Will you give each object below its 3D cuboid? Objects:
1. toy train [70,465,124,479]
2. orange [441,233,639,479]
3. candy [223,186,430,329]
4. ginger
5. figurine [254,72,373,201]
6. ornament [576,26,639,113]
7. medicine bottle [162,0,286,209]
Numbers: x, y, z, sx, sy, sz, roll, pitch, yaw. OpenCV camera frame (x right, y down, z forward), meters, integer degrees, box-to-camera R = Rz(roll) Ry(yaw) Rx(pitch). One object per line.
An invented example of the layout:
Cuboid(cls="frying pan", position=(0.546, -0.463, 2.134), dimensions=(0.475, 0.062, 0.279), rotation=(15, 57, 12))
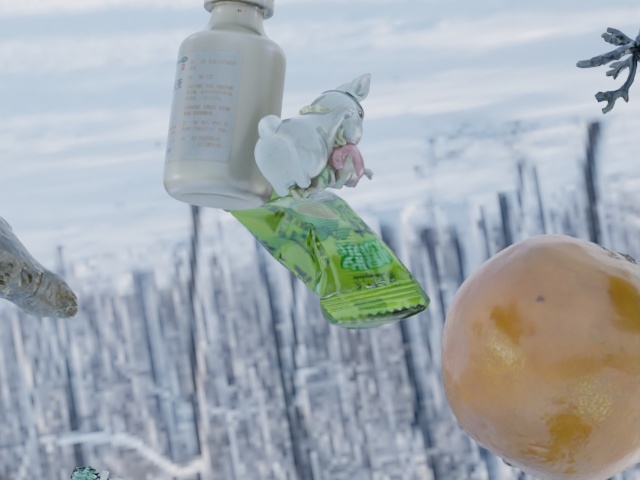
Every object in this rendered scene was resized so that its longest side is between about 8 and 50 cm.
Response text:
Cuboid(cls="toy train", position=(-0.212, 0.247, 1.528), dimensions=(0.064, 0.044, 0.103), rotation=(8, -179, -5))
Cuboid(cls="orange", position=(0.297, 0.144, 1.903), dimensions=(0.312, 0.312, 0.312), rotation=(-9, 179, 0))
Cuboid(cls="candy", position=(0.000, 0.000, 1.722), dimensions=(0.149, 0.069, 0.246), rotation=(-12, -139, -41))
Cuboid(cls="ginger", position=(-0.426, -0.010, 1.920), dimensions=(0.080, 0.333, 0.166), rotation=(-51, 157, -1))
Cuboid(cls="figurine", position=(0.005, -0.093, 1.507), dimensions=(0.081, 0.098, 0.146), rotation=(7, -153, 40))
Cuboid(cls="ornament", position=(0.465, -0.230, 2.071), dimensions=(0.236, 0.080, 0.202), rotation=(-17, -144, -2))
Cuboid(cls="medicine bottle", position=(-0.092, -0.163, 1.605), dimensions=(0.114, 0.252, 0.114), rotation=(6, 171, 1))
